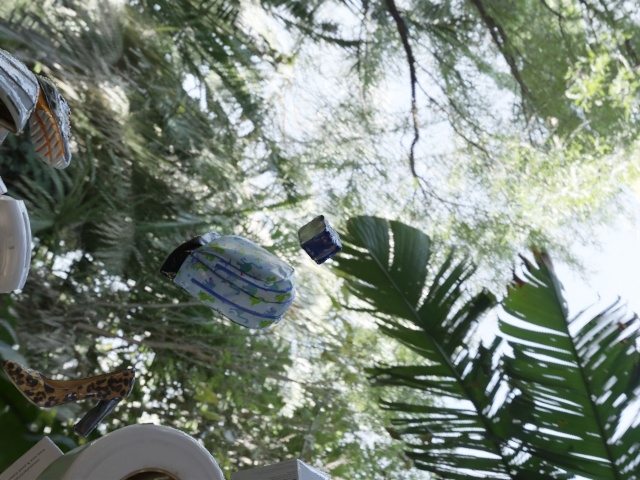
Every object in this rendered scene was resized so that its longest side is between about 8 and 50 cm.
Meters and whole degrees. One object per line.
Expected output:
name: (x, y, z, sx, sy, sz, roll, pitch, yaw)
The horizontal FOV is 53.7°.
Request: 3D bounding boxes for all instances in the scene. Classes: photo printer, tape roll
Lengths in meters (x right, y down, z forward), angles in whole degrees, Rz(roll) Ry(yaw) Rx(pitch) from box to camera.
photo printer: (-0.897, 0.008, 1.621, 0.307, 0.107, 0.256, 1, -88, 4)
tape roll: (-0.266, 0.385, 0.854, 0.169, 0.246, 0.246, -32, -133, 46)

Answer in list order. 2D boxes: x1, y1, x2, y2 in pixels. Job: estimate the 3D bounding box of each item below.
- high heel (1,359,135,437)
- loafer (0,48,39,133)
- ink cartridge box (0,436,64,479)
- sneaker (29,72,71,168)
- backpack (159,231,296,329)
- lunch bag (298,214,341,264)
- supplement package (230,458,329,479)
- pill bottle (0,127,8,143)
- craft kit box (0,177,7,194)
high heel: (-0.555, 0.299, 1.418, 0.186, 0.261, 0.093, -47, -154, -11)
loafer: (-0.561, -0.274, 0.956, 0.112, 0.319, 0.111, -9, -113, 22)
ink cartridge box: (-0.576, 0.681, 1.483, 0.166, 0.395, 0.285, -43, 175, -35)
sneaker: (-0.551, -0.250, 1.302, 0.084, 0.083, 0.215, -24, -97, 31)
backpack: (-0.249, 0.119, 1.919, 0.355, 0.290, 0.273, 46, -73, 8)
lunch bag: (0.000, 0.000, 1.247, 0.067, 0.065, 0.098, -33, -157, 11)
supplement package: (-0.066, 0.565, 1.253, 0.149, 0.194, 0.203, -17, -122, 13)
pill bottle: (-0.760, -0.275, 1.399, 0.078, 0.137, 0.078, -35, -143, 32)
craft kit box: (-0.697, -0.031, 1.043, 0.246, 0.061, 0.250, -20, -164, 19)
